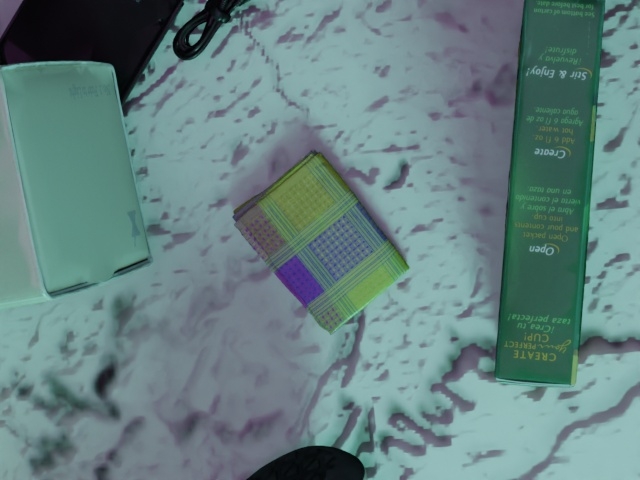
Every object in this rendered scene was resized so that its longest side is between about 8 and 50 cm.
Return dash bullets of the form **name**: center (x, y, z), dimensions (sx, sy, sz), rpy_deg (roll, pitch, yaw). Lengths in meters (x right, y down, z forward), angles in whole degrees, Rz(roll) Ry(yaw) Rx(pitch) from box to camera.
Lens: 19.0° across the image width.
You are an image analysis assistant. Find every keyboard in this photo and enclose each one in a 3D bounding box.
- **keyboard**: center (-0.085, -0.141, 1.000), dimensions (0.108, 0.023, 0.180), rpy_deg (34, 99, 12)

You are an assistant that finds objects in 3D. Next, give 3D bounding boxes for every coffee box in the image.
- **coffee box**: center (0.111, -0.026, 0.931), dimensions (0.040, 0.113, 0.184), rpy_deg (4, 93, 6)

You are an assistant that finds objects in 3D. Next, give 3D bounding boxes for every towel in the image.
- **towel**: center (0.000, 0.000, 1.000), dimensions (0.060, 0.009, 0.083), rpy_deg (-40, 88, 8)

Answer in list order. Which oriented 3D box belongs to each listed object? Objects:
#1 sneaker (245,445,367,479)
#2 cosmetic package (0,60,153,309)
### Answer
- **sneaker**: center (-0.034, 0.213, 0.998), dimensions (0.097, 0.084, 0.235), rpy_deg (33, 99, -18)
- **cosmetic package**: center (-0.259, -0.006, 0.955), dimensions (0.309, 0.160, 0.113), rpy_deg (-11, 93, 13)
